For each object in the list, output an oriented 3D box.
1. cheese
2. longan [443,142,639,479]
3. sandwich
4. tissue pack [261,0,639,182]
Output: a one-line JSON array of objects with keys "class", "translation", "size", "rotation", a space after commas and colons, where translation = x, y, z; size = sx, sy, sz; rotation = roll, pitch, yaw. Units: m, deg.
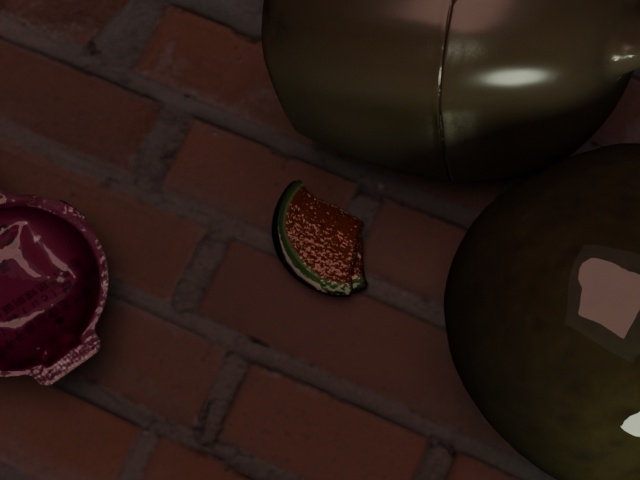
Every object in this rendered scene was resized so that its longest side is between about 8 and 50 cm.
[{"class": "cheese", "translation": [-0.263, 0.009, 1.123], "size": [0.155, 0.062, 0.244], "rotation": [-37, 75, -13]}, {"class": "longan", "translation": [0.208, 0.059, 1.008], "size": [0.246, 0.215, 0.246], "rotation": [1, 100, 8]}, {"class": "sandwich", "translation": [0.000, 0.004, 1.143], "size": [0.101, 0.026, 0.069], "rotation": [33, 75, 12]}, {"class": "tissue pack", "translation": [0.130, -0.244, 1.078], "size": [0.277, 0.267, 0.387], "rotation": [12, 73, 9]}]
